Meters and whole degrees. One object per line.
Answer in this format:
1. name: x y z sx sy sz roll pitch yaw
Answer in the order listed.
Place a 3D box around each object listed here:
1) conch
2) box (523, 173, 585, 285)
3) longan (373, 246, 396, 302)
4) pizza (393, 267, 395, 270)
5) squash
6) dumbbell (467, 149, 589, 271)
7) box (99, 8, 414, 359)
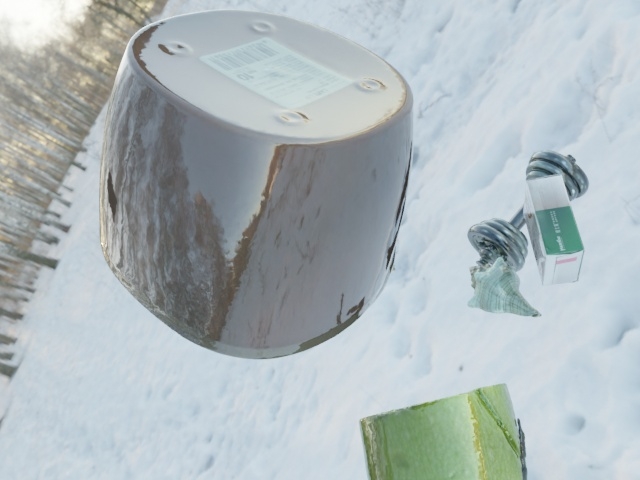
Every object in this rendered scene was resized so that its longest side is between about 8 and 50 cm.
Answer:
1. conch: 0.400 0.104 1.362 0.137 0.114 0.234 -16 13 7
2. box: 0.491 -0.021 1.246 0.081 0.135 0.198 -11 57 10
3. longan: 0.000 0.000 0.833 0.215 0.246 0.245 -24 38 26
4. pizza: 0.180 0.063 1.914 0.175 0.134 0.046 -40 -8 -18
5. squash: 0.187 0.387 0.838 0.234 0.210 0.308 -33 64 43
6. dumbbell: 0.564 -0.081 1.601 0.406 0.179 0.179 -48 22 -8
7. box: -0.059 -0.072 0.559 0.300 0.301 0.216 -90 9 -50
